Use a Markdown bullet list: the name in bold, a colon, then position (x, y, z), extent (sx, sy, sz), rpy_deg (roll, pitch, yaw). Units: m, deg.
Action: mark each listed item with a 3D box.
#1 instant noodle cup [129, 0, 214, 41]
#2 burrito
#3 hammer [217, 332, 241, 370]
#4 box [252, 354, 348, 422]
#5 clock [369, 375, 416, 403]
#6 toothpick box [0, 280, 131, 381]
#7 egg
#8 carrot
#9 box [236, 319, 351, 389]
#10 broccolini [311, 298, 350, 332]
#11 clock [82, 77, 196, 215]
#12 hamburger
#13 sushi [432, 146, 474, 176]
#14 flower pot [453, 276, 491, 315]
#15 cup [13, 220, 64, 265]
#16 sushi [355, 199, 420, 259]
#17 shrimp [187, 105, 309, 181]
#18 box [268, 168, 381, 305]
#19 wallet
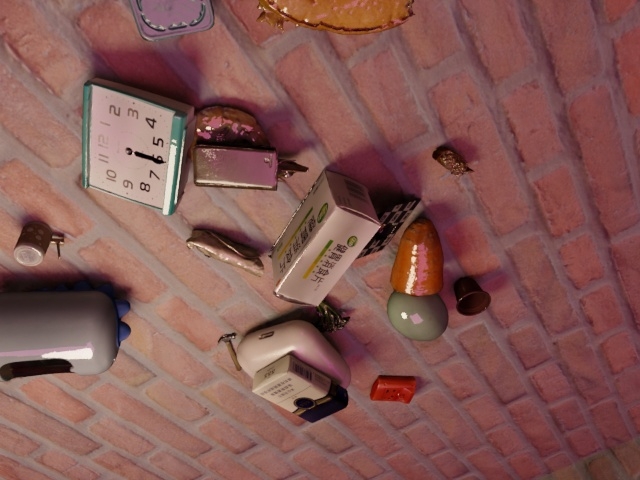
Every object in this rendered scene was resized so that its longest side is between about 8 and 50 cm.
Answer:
- **instant noodle cup**: position (-0.299, -0.496, 1.075), extent (0.157, 0.070, 0.179), rpy_deg (-11, 129, -3)
- **burrito**: position (-0.257, 0.030, 1.495), extent (0.225, 0.087, 0.060), rpy_deg (23, 112, -22)
- **hammer**: position (-0.291, 0.372, 1.799), extent (0.062, 0.017, 0.182), rpy_deg (-11, 130, -1)
- **box**: position (-0.059, 0.459, 1.671), extent (0.259, 0.071, 0.168), rpy_deg (38, 125, -27)
- **clock**: position (0.267, 0.557, 2.026), extent (0.154, 0.061, 0.113), rpy_deg (6, 127, -13)
- **toothpick box**: position (-0.700, 0.241, 1.490), extent (0.354, 0.263, 0.263), rpy_deg (0, 128, -11)
- **egg**: position (0.303, 0.224, 1.698), extent (0.168, 0.168, 0.230), rpy_deg (-40, 129, 20)
- **carrot**: position (0.278, 0.037, 1.573), extent (0.158, 0.159, 0.225), rpy_deg (-7, 119, -5)
- **box**: position (-0.082, 0.401, 1.764), extent (0.288, 0.141, 0.349), rpy_deg (-20, 130, 20)
- **broccolini**: position (-0.038, 0.211, 1.706), extent (0.271, 0.062, 0.123), rpy_deg (38, 108, -25)
- **clock**: position (-0.408, -0.215, 1.239), extent (0.231, 0.116, 0.263), rpy_deg (18, 124, 0)
- **hamburger**: position (-0.053, -0.539, 0.959), extent (0.286, 0.268, 0.445), rpy_deg (-32, 131, 12)
- **sushi**: position (0.348, -0.206, 1.440), extent (0.120, 0.055, 0.052), rpy_deg (32, 110, -32)
- **flower pot**: position (0.471, 0.171, 1.738), extent (0.111, 0.089, 0.111), rpy_deg (-5, 129, -6)
- **cup**: position (-0.712, 0.018, 1.383), extent (0.074, 0.099, 0.102), rpy_deg (-38, 125, 20)
- **sushi**: position (0.163, -0.045, 1.491), extent (0.215, 0.050, 0.192), rpy_deg (-15, 144, -57)
- **shrimp**: position (-0.174, -0.224, 1.310), extent (0.316, 0.077, 0.168), rpy_deg (11, 125, -11)
- **box**: position (-0.001, 0.002, 1.458), extent (0.145, 0.173, 0.333), rpy_deg (22, 121, -24)
- **wallet**: position (-0.197, -0.172, 1.284), extent (0.197, 0.031, 0.110), rpy_deg (4, 117, -2)
